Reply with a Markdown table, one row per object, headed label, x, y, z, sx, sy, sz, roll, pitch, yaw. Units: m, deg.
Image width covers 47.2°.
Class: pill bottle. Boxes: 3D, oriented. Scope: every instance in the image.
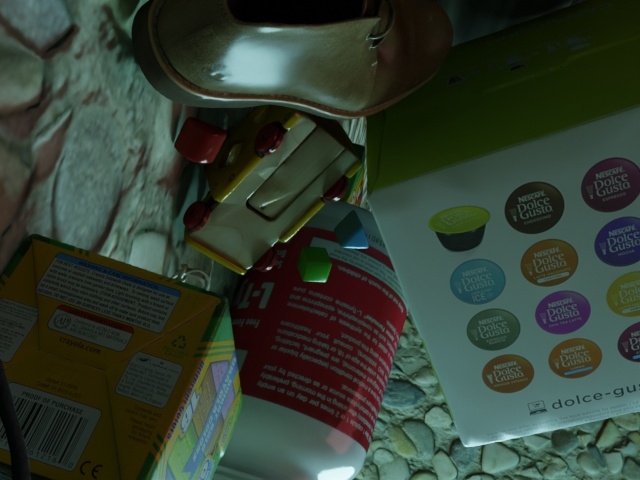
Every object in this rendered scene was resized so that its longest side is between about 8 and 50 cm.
| label | x | y | z | sx | sy | sz | roll | pitch | yaw |
| --- | --- | --- | --- | --- | --- | --- | --- | --- | --- |
| pill bottle | -0.027 | 0.167 | 0.946 | 0.229 | 0.229 | 0.408 | 90 | 18 | -63 |

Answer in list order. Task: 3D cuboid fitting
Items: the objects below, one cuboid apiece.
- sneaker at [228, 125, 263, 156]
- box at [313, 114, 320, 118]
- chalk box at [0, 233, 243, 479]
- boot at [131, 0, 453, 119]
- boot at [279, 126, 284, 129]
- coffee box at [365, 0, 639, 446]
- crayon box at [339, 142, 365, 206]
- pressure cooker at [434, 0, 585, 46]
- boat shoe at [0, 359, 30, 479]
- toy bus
| label | x | y | z | sx | sy | sz | roll | pitch | yaw |
| --- | --- | --- | --- | --- | --- | --- | --- | --- | --- |
| sneaker | -0.060 | -0.080 | 0.811 | 0.134 | 0.070 | 0.051 | 81 | 24 | -73 |
| box | -0.002 | -0.229 | 0.684 | 0.184 | 0.045 | 0.191 | 62 | 25 | -18 |
| chalk box | -0.134 | 0.120 | 0.476 | 0.213 | 0.132 | 0.132 | 95 | 13 | -57 |
| boot | 0.023 | -0.155 | 0.547 | 0.305 | 0.115 | 0.112 | -16 | 93 | -43 |
| boot | -0.035 | -0.178 | 0.889 | 0.121 | 0.045 | 0.099 | -51 | 153 | -68 |
| coffee box | 0.256 | -0.039 | 0.811 | 0.338 | 0.337 | 0.334 | -84 | 154 | -60 |
| crayon box | 0.000 | 0.000 | 1.331 | 0.202 | 0.081 | 0.319 | 86 | 22 | -68 |
| pressure cooker | 0.224 | -0.439 | 0.905 | 0.420 | 0.375 | 0.370 | 63 | 36 | -81 |
| boat shoe | -0.163 | 0.133 | 0.234 | 0.187 | 0.156 | 0.500 | -32 | 136 | -75 |
| toy bus | -0.061 | -0.055 | 0.703 | 0.104 | 0.202 | 0.191 | -113 | -161 | -51 |
